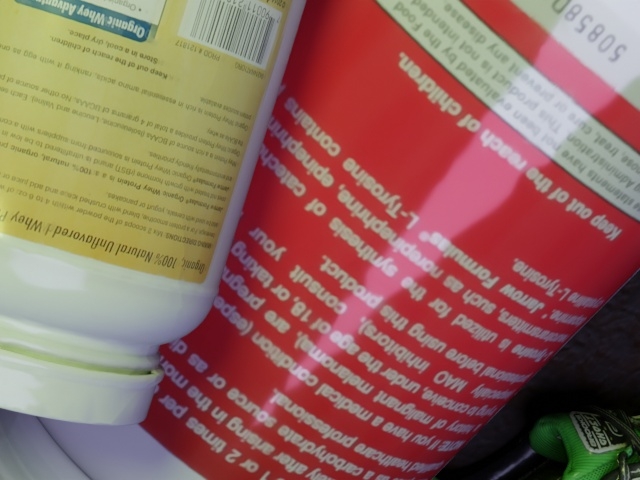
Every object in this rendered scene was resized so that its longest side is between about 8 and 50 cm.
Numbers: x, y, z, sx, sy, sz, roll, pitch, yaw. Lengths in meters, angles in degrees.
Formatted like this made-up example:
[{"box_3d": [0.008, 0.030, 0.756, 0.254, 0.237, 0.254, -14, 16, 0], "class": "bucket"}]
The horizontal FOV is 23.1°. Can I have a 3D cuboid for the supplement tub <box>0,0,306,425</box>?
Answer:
[{"box_3d": [-0.092, -0.047, 0.561, 0.144, 0.144, 0.199, 17, 91, -28], "class": "supplement tub"}]

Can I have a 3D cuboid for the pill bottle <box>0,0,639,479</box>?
[{"box_3d": [0.000, 0.000, 0.719, 0.229, 0.229, 0.407, 31, 109, -33], "class": "pill bottle"}]

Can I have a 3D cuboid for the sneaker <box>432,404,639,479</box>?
[{"box_3d": [0.211, 0.161, 0.964, 0.344, 0.134, 0.146, -22, 127, -3], "class": "sneaker"}]
